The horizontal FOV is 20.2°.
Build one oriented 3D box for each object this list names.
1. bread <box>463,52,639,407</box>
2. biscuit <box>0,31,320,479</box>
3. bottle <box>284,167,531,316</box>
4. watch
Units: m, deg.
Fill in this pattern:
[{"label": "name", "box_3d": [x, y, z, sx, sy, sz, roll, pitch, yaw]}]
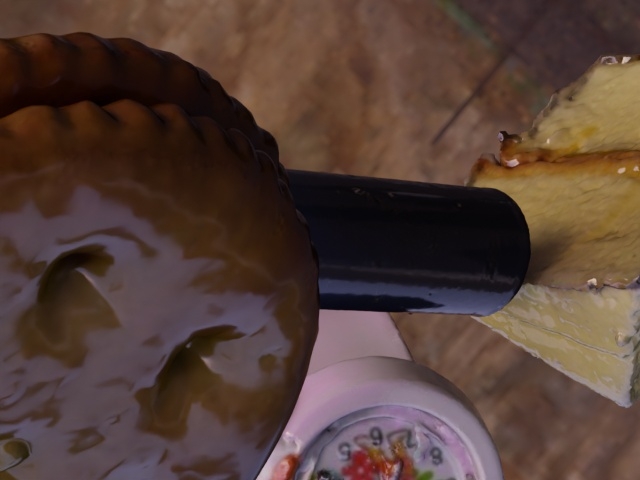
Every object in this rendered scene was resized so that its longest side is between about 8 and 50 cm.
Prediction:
[{"label": "bread", "box_3d": [0.168, -0.045, 1.055, 0.178, 0.240, 0.135, 28, 148, 24]}, {"label": "biscuit", "box_3d": [-0.095, 0.043, 0.489, 0.066, 0.220, 0.220, 51, -170, 36]}, {"label": "bottle", "box_3d": [0.000, 0.000, 0.921, 0.244, 0.072, 0.082, 4, 173, -37]}, {"label": "watch", "box_3d": [-0.005, 0.165, 1.075, 0.231, 0.196, 0.244, -149, 44, -73]}]
